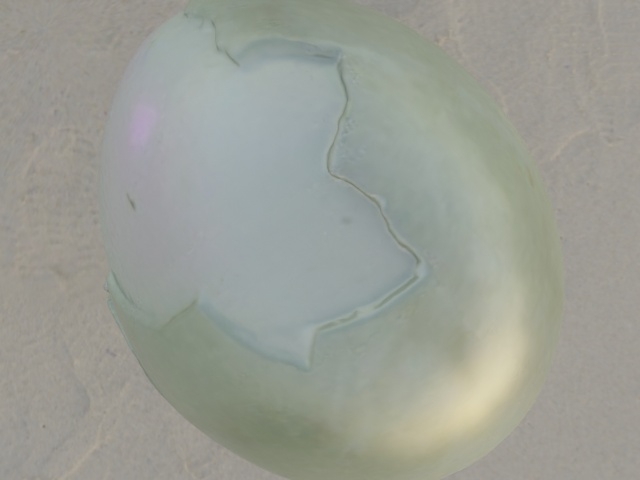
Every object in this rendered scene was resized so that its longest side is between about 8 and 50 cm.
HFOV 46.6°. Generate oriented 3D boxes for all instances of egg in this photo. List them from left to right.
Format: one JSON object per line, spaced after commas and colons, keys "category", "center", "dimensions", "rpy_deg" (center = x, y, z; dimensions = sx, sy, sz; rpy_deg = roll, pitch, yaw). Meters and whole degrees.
{"category": "egg", "center": [0.000, 0.000, 0.476], "dimensions": [0.278, 0.278, 0.336], "rpy_deg": [-41, 121, -5]}
